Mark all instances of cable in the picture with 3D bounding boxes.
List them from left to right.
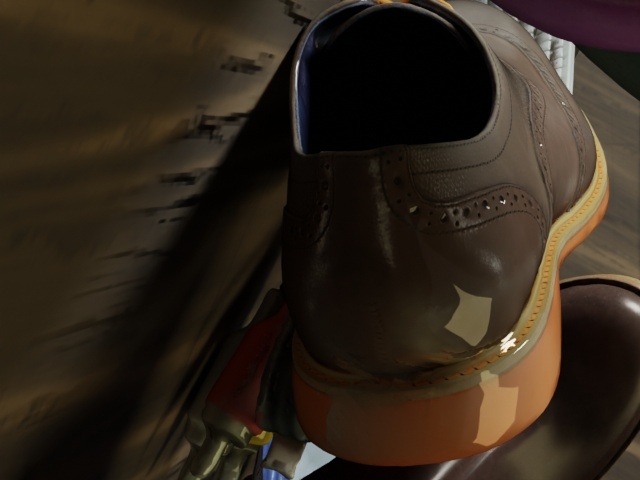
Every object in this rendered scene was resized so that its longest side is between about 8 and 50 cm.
[{"bbox_3d":[0.000,0.000,0.956,0.139,0.072,0.287,89,20,-79],"label":"cable"}]

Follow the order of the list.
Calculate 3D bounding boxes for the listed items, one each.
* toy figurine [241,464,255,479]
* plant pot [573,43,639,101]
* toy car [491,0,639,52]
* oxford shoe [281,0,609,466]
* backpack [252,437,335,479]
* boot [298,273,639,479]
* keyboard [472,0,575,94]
[{"bbox_3d":[0.054,0.181,1.371,0.209,0.213,0.148,-52,-175,-34],"label":"toy figurine"},{"bbox_3d":[0.130,-0.178,0.541,0.293,0.196,0.293,-60,173,-12],"label":"plant pot"},{"bbox_3d":[0.052,-0.104,0.335,0.182,0.159,0.136,84,-8,-78],"label":"toy car"},{"bbox_3d":[0.054,-0.053,0.790,0.364,0.130,0.133,-79,160,-65],"label":"oxford shoe"},{"bbox_3d":[0.008,0.237,1.148,0.276,0.213,0.263,108,-11,-79],"label":"backpack"},{"bbox_3d":[0.036,0.115,0.728,0.248,0.090,0.207,-39,179,14],"label":"boot"},{"bbox_3d":[0.103,-0.095,1.002,0.072,0.014,0.256,-18,-150,21],"label":"keyboard"}]
